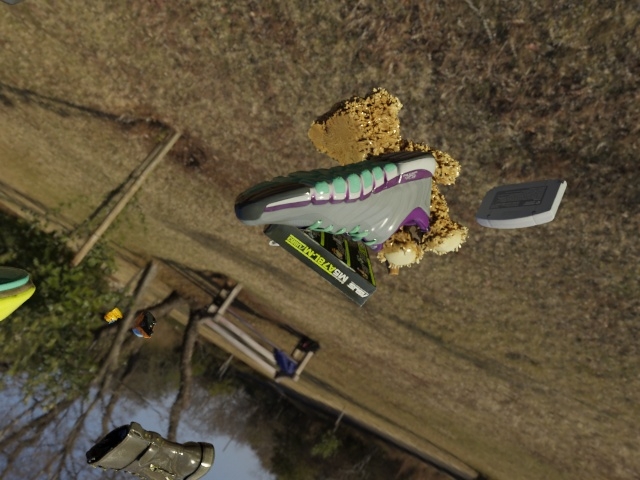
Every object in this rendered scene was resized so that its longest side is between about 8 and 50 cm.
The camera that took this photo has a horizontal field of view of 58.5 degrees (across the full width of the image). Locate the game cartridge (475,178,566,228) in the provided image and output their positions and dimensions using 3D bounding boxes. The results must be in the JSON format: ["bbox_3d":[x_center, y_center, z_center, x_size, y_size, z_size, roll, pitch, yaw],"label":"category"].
[{"bbox_3d":[0.202,-0.036,0.582,0.083,0.056,0.017,-3,131,47],"label":"game cartridge"}]

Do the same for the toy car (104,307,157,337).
[{"bbox_3d":[-0.368,0.149,1.101,0.122,0.040,0.060,49,-160,-46],"label":"toy car"}]

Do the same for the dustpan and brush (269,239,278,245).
[{"bbox_3d":[-0.035,-0.005,1.527,0.060,0.211,0.147,-98,-2,-71],"label":"dustpan and brush"}]

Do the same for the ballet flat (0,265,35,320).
[{"bbox_3d":[-0.321,0.060,0.387,0.230,0.077,0.077,-1,-165,-25],"label":"ballet flat"}]

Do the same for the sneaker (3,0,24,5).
[{"bbox_3d":[-0.391,-0.338,0.572,0.234,0.097,0.084,27,-176,-47],"label":"sneaker"}]

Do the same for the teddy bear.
[{"bbox_3d":[0.121,-0.100,0.992,0.338,0.113,0.245,44,134,-7],"label":"teddy bear"}]

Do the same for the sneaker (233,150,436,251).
[{"bbox_3d":[0.027,-0.025,0.567,0.083,0.223,0.098,21,123,60],"label":"sneaker"}]

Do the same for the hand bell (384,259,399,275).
[{"bbox_3d":[0.141,-0.051,1.138,0.126,0.242,0.126,2,167,0],"label":"hand bell"}]

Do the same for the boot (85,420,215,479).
[{"bbox_3d":[-0.370,0.457,1.170,0.229,0.263,0.091,29,-153,-35],"label":"boot"}]

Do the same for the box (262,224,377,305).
[{"bbox_3d":[0.000,0.000,0.901,0.184,0.045,0.191,39,-166,-13],"label":"box"}]
